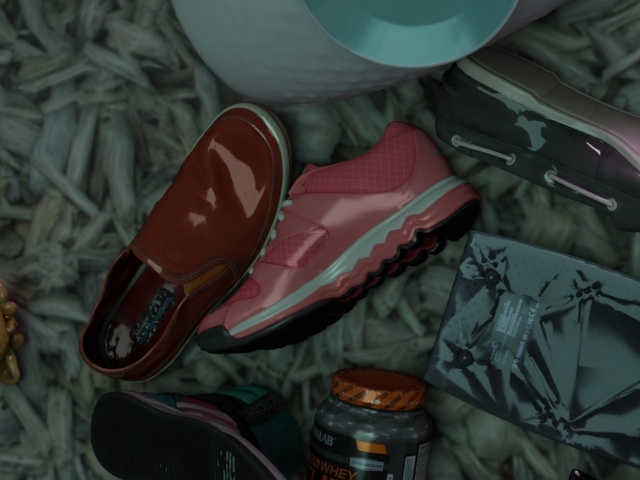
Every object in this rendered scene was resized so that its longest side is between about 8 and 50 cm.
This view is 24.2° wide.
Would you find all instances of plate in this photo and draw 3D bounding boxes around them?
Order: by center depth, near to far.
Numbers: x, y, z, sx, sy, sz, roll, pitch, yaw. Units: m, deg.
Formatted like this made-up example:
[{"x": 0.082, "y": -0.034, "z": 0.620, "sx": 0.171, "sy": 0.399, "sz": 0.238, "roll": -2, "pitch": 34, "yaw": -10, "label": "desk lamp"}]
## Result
[{"x": 0.068, "y": -0.224, "z": 1.160, "sx": 0.188, "sy": 0.024, "sz": 0.188, "roll": 6, "pitch": 121, "yaw": 10, "label": "plate"}]

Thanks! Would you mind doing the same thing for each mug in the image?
[{"x": 0.029, "y": -0.312, "z": 1.338, "sx": 0.328, "sy": 0.276, "sz": 0.374, "roll": -27, "pitch": 63, "yaw": 24, "label": "mug"}]

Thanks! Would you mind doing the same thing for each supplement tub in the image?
[{"x": 0.045, "y": 0.226, "z": 1.448, "sx": 0.117, "sy": 0.117, "sz": 0.190, "roll": 10, "pitch": 98, "yaw": 19, "label": "supplement tub"}]

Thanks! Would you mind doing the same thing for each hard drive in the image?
[{"x": 0.240, "y": 0.101, "z": 1.399, "sx": 0.255, "sy": 0.054, "sz": 0.172, "roll": 20, "pitch": 102, "yaw": 17, "label": "hard drive"}]

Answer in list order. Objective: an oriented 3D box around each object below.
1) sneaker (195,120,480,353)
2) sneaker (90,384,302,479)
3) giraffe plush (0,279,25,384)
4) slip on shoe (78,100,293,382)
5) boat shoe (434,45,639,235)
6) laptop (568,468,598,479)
[{"x": 0.001, "y": 0.000, "z": 1.460, "sx": 0.314, "sy": 0.116, "sz": 0.136, "roll": -33, "pitch": 74, "yaw": 13, "label": "sneaker"}, {"x": -0.074, "y": 0.220, "z": 1.456, "sx": 0.295, "sy": 0.178, "sz": 0.123, "roll": 22, "pitch": 105, "yaw": 46, "label": "sneaker"}, {"x": -0.411, "y": 0.110, "z": 1.597, "sx": 0.171, "sy": 0.181, "sz": 0.210, "roll": 7, "pitch": 63, "yaw": 9, "label": "giraffe plush"}, {"x": -0.136, "y": 0.009, "z": 1.501, "sx": 0.123, "sy": 0.101, "sz": 0.331, "roll": 38, "pitch": 105, "yaw": 14, "label": "slip on shoe"}, {"x": 0.253, "y": -0.067, "z": 1.358, "sx": 0.335, "sy": 0.112, "sz": 0.095, "roll": 32, "pitch": 123, "yaw": 20, "label": "boat shoe"}, {"x": 0.247, "y": 0.381, "z": 1.341, "sx": 0.234, "sy": 0.264, "sz": 0.136, "roll": 31, "pitch": 151, "yaw": -18, "label": "laptop"}]
